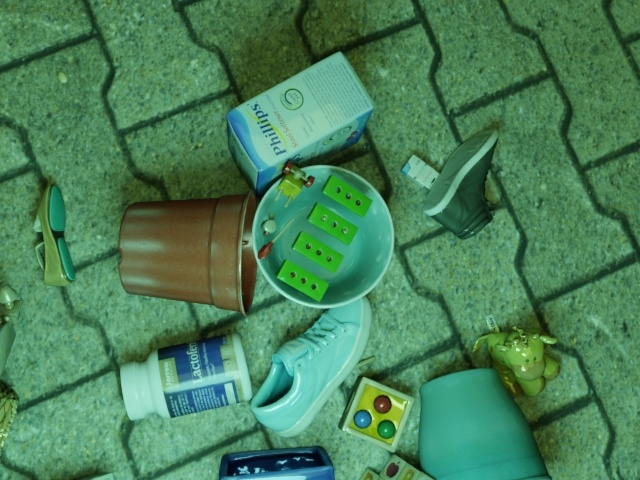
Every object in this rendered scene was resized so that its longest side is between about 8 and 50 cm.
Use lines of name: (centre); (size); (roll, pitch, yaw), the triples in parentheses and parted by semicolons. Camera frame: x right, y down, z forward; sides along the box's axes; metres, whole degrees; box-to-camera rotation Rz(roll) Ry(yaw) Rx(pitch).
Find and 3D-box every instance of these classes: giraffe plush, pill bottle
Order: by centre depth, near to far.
pill bottle: (-0.288, 0.298, 1.768); (0.264, 0.153, 0.153); (-12, 83, -7)
giraffe plush: (0.456, 0.254, 1.840); (0.181, 0.170, 0.210); (-38, 87, -9)

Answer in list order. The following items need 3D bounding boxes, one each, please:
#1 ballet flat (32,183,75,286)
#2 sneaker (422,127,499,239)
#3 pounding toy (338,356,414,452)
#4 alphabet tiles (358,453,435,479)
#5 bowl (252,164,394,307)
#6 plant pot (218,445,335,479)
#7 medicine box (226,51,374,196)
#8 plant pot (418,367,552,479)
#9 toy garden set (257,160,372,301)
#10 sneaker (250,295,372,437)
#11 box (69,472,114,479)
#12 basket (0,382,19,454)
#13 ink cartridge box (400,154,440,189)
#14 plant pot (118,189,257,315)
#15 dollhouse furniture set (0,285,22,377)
ballet flat: (-0.605, -0.010, 1.823); (0.073, 0.080, 0.232); (-13, 81, 8)
sneaker: (0.363, -0.126, 1.933); (0.147, 0.104, 0.296); (46, 63, -21)
pounding toy: (0.098, 0.346, 1.829); (0.206, 0.094, 0.181); (23, 80, -2)
alphabet tiles: (0.104, 0.618, 1.703); (0.011, 0.285, 0.343); (39, 79, -23)
bowl: (0.000, 0.000, 1.836); (0.311, 0.163, 0.312); (1, 82, -5)
plant pot: (-0.089, 0.564, 1.715); (0.235, 0.236, 0.212); (-4, 88, -7)
medicine box: (-0.053, -0.249, 1.816); (0.289, 0.263, 0.149); (-31, 85, -9)
plant pot: (0.329, 0.419, 1.768); (0.271, 0.272, 0.255); (-9, 69, -7)
toy garden set: (-0.034, -0.029, 1.717); (0.203, 0.049, 0.244); (31, 82, -17)
sneaker: (-0.020, 0.253, 1.784); (0.150, 0.135, 0.366); (41, 75, -45)
box: (-0.496, 0.614, 1.685); (0.148, 0.126, 0.233); (-5, 79, -49)
basket: (-0.770, 0.412, 1.645); (0.223, 0.213, 0.299); (26, 79, -24)
ink cartridge box: (0.239, -0.160, 1.951); (0.083, 0.028, 0.048); (37, 80, 1)
plant pot: (-0.282, 0.021, 1.768); (0.264, 0.272, 0.273); (3, 81, 2)
dollhouse furniture set: (-0.784, 0.152, 1.630); (0.303, 0.174, 0.356); (0, 37, -5)
